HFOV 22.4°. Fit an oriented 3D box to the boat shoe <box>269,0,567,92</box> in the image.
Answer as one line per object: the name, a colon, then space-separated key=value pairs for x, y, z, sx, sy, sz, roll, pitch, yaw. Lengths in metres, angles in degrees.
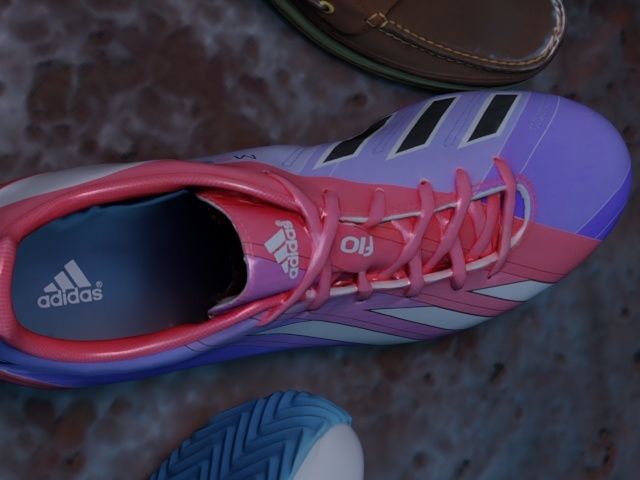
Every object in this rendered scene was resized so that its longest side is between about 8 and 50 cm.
boat shoe: x=0.010 y=-0.101 z=0.533 sx=0.178 sy=0.060 sz=0.064 roll=28 pitch=82 yaw=-18

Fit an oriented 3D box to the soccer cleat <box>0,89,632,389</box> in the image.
soccer cleat: x=0.000 y=0.000 z=0.514 sx=0.248 sy=0.095 sz=0.083 roll=-9 pitch=94 yaw=-19

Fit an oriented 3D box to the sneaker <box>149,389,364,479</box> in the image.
sneaker: x=-0.035 y=0.158 z=0.517 sx=0.092 sy=0.087 sz=0.229 roll=23 pitch=91 yaw=-25
